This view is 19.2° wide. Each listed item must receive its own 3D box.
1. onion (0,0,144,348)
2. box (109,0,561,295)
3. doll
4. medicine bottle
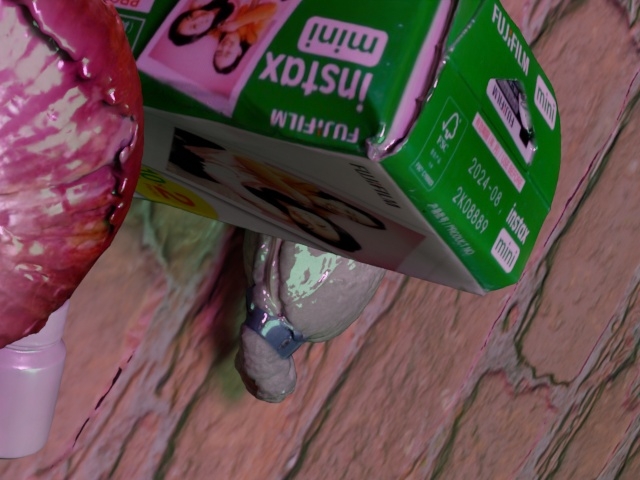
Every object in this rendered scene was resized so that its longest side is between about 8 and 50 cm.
[{"bbox_3d":[-0.187,-0.055,0.716,0.230,0.163,0.230,-12,135,-12],"label":"onion"},{"bbox_3d":[-0.030,-0.070,0.844,0.180,0.250,0.103,45,61,-58],"label":"box"},{"bbox_3d":[0.000,0.000,1.135,0.103,0.071,0.214,8,106,-61],"label":"doll"},{"bbox_3d":[-0.157,0.063,0.963,0.052,0.052,0.089,-20,132,-50],"label":"medicine bottle"}]
